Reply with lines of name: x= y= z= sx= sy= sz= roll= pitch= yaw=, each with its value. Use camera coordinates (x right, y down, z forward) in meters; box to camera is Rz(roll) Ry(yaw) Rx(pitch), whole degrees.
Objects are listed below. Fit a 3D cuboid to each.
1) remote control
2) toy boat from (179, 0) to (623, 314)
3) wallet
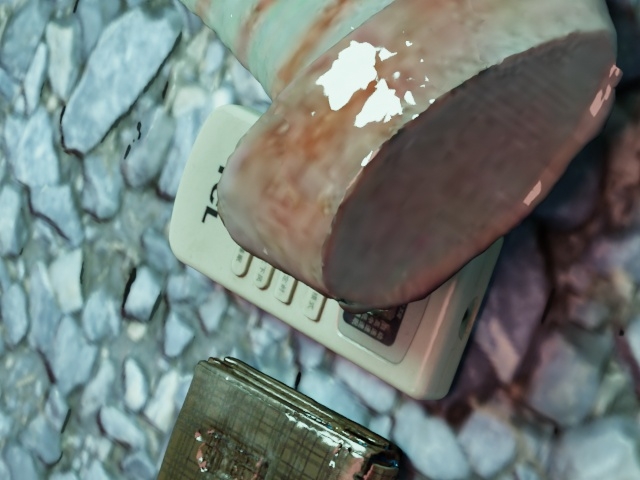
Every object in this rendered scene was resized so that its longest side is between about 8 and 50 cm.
remote control: x=0.000 y=0.000 z=0.829 sx=0.190 sy=0.029 sz=0.087 roll=29 pitch=104 yaw=40
toy boat: x=0.008 y=-0.103 z=0.802 sx=0.206 sy=0.096 sz=0.282 roll=-47 pitch=39 yaw=5
wallet: x=-0.045 y=0.182 z=0.840 sx=0.124 sy=0.042 sz=0.230 roll=26 pitch=104 yaw=37
